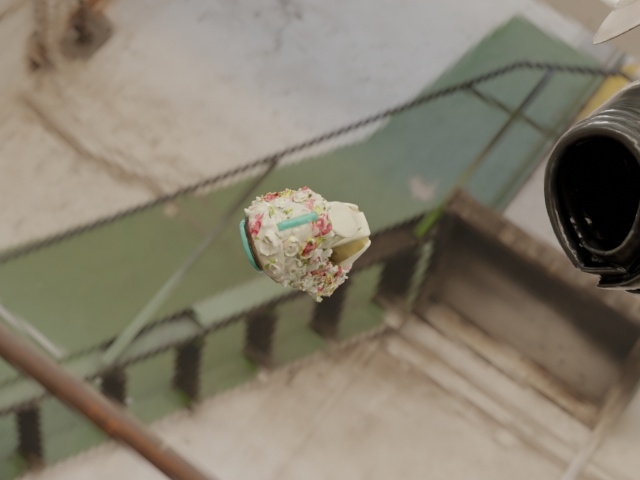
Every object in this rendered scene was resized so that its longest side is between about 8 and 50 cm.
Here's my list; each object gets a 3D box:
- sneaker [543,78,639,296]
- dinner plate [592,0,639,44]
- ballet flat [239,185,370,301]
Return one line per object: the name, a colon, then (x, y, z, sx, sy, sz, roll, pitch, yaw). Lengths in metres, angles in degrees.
sneaker: (0.245, 0.028, 1.053, 0.296, 0.147, 0.104, 50, -52, 17)
dinner plate: (0.237, -0.171, 1.146, 0.017, 0.141, 0.141, 58, -30, -7)
ballet flat: (0.000, 0.000, 1.400, 0.241, 0.077, 0.091, -3, 73, -80)
